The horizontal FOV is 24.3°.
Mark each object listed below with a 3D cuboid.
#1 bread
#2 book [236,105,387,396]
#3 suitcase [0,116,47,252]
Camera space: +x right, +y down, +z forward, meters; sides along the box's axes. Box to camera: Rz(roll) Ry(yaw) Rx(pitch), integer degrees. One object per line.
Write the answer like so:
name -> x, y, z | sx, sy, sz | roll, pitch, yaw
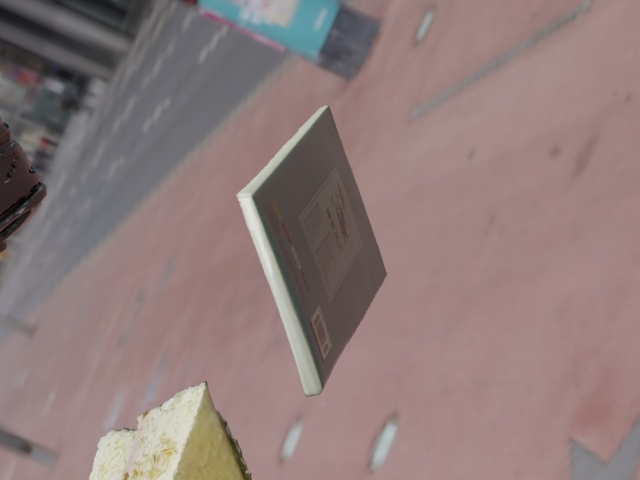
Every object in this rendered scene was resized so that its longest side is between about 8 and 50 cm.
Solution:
bread -> -0.112, 0.381, 1.645 | 0.346, 0.405, 0.242 | -18, 41, 51
book -> 0.000, 0.000, 1.882 | 0.379, 0.031, 0.264 | -54, -52, -65
suitcase -> -0.432, 0.007, 1.236 | 0.339, 0.188, 0.345 | -12, 25, 42
